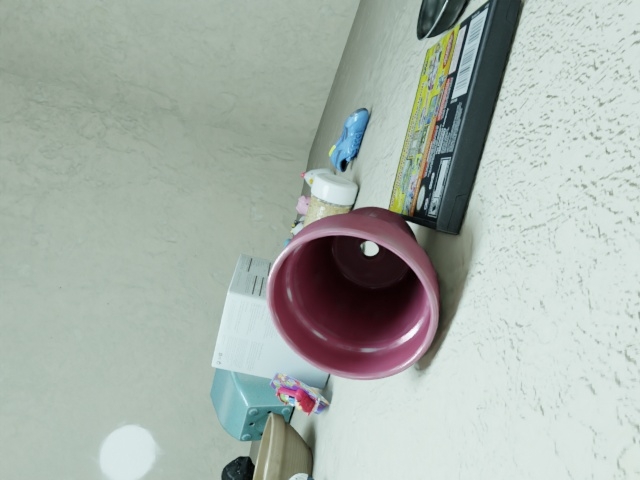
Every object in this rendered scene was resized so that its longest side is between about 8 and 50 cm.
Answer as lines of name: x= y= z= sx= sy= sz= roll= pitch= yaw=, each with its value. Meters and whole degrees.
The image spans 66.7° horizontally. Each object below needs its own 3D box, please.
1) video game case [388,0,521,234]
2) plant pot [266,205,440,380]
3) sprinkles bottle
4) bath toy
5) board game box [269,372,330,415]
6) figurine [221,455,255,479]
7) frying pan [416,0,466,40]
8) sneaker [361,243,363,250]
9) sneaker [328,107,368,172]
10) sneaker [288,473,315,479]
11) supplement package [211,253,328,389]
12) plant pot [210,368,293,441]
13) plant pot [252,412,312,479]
video game case: x=0.167 y=-0.156 z=0.671 sx=0.248 sy=0.035 sz=0.275 roll=-130 pitch=52 yaw=-81
plant pot: x=0.055 y=0.044 z=0.629 sx=0.180 sy=0.201 sz=0.202 roll=-55 pitch=-16 yaw=-62
sprinkles bottle: x=0.000 y=0.000 z=1.339 sx=0.121 sy=0.121 sz=0.356 roll=-96 pitch=20 yaw=-69
bath toy: x=-0.045 y=-0.120 z=1.884 sx=0.151 sy=0.128 sz=0.349 roll=-91 pitch=17 yaw=-64
board game box: x=-0.056 y=0.349 z=1.065 sx=0.033 sy=0.133 sz=0.169 roll=-58 pitch=-4 yaw=-33
figurine: x=-0.164 y=0.681 z=1.209 sx=0.092 sy=0.215 sz=0.209 roll=-32 pitch=8 yaw=-8
frying pan: x=0.223 y=-0.476 z=0.755 sx=0.197 sy=0.053 sz=0.327 roll=-95 pitch=22 yaw=-68
sneaker: x=0.048 y=0.072 z=1.075 sx=0.085 sy=0.058 sz=0.152 roll=-72 pitch=8 yaw=-48
sneaker: x=0.095 y=-0.286 z=1.411 sx=0.082 sy=0.069 sz=0.209 roll=62 pitch=142 yaw=26
sneaker: x=-0.056 y=0.552 z=0.855 sx=0.235 sy=0.093 sz=0.153 roll=-98 pitch=28 yaw=-43
supplement package: x=-0.093 y=0.185 z=1.142 sx=0.198 sy=0.262 sz=0.200 roll=-92 pitch=17 yaw=-67
plant pot: x=-0.200 y=0.499 z=1.572 sx=0.252 sy=0.246 sz=0.248 roll=-124 pitch=45 yaw=-56
plant pot: x=-0.083 y=0.516 z=1.084 sx=0.237 sy=0.109 sz=0.238 roll=-168 pitch=90 yaw=-82
